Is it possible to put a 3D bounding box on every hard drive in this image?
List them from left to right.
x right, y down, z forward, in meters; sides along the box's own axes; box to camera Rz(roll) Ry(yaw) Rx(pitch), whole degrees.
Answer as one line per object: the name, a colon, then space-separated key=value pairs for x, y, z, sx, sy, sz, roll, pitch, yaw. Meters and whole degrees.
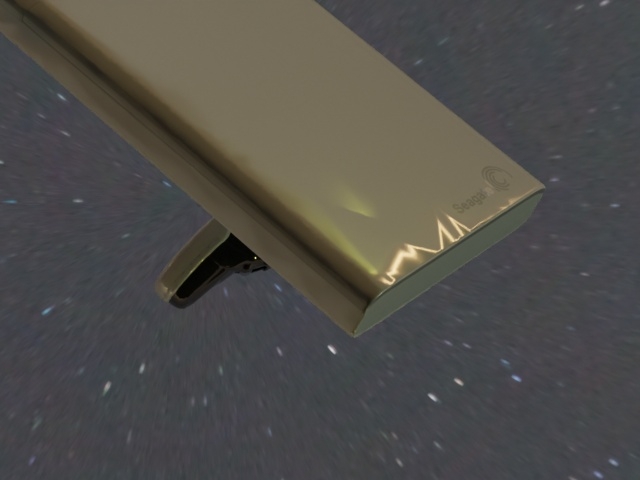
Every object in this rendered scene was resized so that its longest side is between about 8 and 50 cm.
hard drive: x=-0.031 y=-0.085 z=1.189 sx=0.307 sy=0.203 sz=0.040 roll=40 pitch=-51 yaw=17

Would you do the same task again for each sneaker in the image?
sneaker: x=0.000 y=0.000 z=1.308 sx=0.217 sy=0.079 sz=0.121 roll=-42 pitch=-90 yaw=-1
